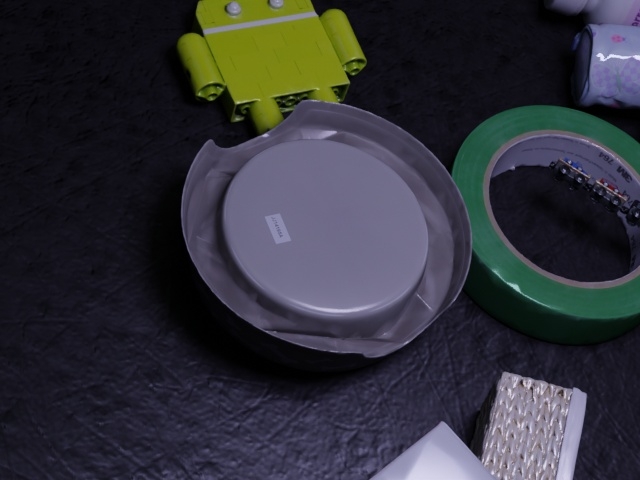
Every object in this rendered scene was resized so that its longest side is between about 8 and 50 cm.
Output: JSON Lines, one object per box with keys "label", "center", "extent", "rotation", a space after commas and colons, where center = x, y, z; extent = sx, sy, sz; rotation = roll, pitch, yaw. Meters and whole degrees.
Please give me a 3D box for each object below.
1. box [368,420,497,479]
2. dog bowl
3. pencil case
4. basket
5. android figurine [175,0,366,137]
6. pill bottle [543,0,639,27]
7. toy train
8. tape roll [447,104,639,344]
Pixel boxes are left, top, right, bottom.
{"label": "box", "center": [0.026, 0.367, 1.209], "extent": [0.345, 0.215, 0.168], "rotation": [-32, 71, -30]}
{"label": "dog bowl", "center": [0.000, 0.000, 1.504], "extent": [0.348, 0.102, 0.349], "rotation": [7, 57, -10]}
{"label": "pencil case", "center": [0.484, -0.226, 1.737], "extent": [0.273, 0.124, 0.113], "rotation": [5, 47, 1]}
{"label": "basket", "center": [0.221, 0.244, 1.404], "extent": [0.103, 0.113, 0.167], "rotation": [19, 56, 2]}
{"label": "android figurine", "center": [-0.069, -0.251, 1.674], "extent": [0.248, 0.056, 0.273], "rotation": [-12, 64, -21]}
{"label": "pill bottle", "center": [0.484, -0.353, 1.813], "extent": [0.301, 0.169, 0.169], "rotation": [14, 56, -6]}
{"label": "toy train", "center": [0.360, -0.060, 1.590], "extent": [0.158, 0.027, 0.036], "rotation": [32, 53, 6]}
{"label": "tape roll", "center": [0.309, -0.024, 1.616], "extent": [0.321, 0.077, 0.321], "rotation": [7, 58, -11]}
